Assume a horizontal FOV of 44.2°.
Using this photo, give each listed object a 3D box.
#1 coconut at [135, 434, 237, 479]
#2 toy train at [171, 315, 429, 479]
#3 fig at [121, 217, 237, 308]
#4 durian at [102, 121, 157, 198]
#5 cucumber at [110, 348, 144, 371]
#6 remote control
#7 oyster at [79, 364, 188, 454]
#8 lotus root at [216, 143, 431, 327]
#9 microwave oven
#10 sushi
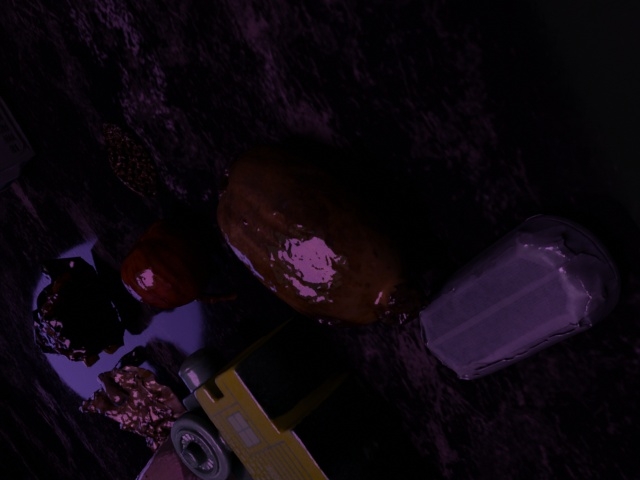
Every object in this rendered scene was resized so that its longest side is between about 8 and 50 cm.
[{"bbox_3d":[-0.193,0.408,1.261,0.224,0.234,0.224,27,132,34],"label":"coconut"},{"bbox_3d":[-0.009,0.306,1.027,0.442,0.179,0.272,54,137,0],"label":"toy train"},{"bbox_3d":[-0.199,0.036,1.067,0.128,0.128,0.150,22,174,37],"label":"fig"},{"bbox_3d":[-0.260,-0.116,1.081,0.130,0.052,0.066,55,-176,3],"label":"durian"},{"bbox_3d":[-0.372,0.238,1.500,0.033,0.034,0.135,56,145,5],"label":"cucumber"},{"bbox_3d":[0.167,0.059,0.710,0.104,0.052,0.247,51,148,7],"label":"remote control"},{"bbox_3d":[-0.334,0.316,1.462,0.214,0.083,0.223,33,136,4],"label":"oyster"},{"bbox_3d":[0.000,0.000,0.787,0.260,0.128,0.145,35,131,23],"label":"lotus root"},{"bbox_3d":[-0.593,-0.155,1.347,0.208,0.122,0.162,-18,105,54],"label":"microwave oven"},{"bbox_3d":[-0.406,0.129,1.346,0.150,0.153,0.172,-152,59,-62],"label":"sushi"}]
